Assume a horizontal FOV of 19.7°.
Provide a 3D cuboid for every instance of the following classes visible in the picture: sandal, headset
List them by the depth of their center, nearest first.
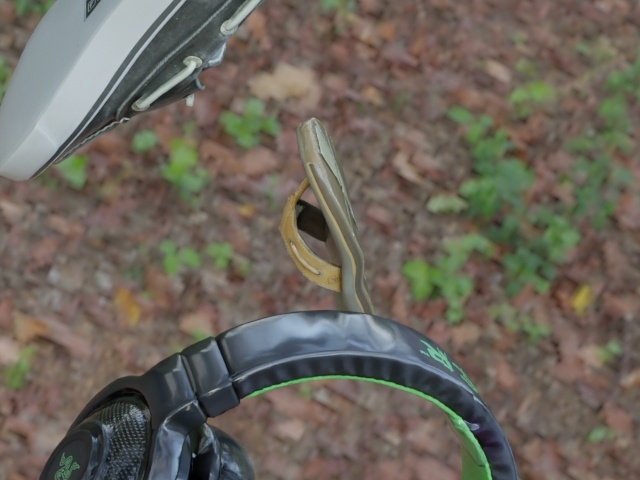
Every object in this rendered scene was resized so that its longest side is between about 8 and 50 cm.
[{"bbox_3d":[-0.069,0.206,1.017,0.243,0.394,0.185,58,3,-32],"label":"headset"},{"bbox_3d":[0.000,0.000,1.168,0.049,0.180,0.072,-12,51,-1],"label":"sandal"}]

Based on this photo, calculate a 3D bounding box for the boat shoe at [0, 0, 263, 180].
[{"bbox_3d":[-0.078,-0.089,0.833,0.070,0.219,0.077,24,46,-27],"label":"boat shoe"}]
